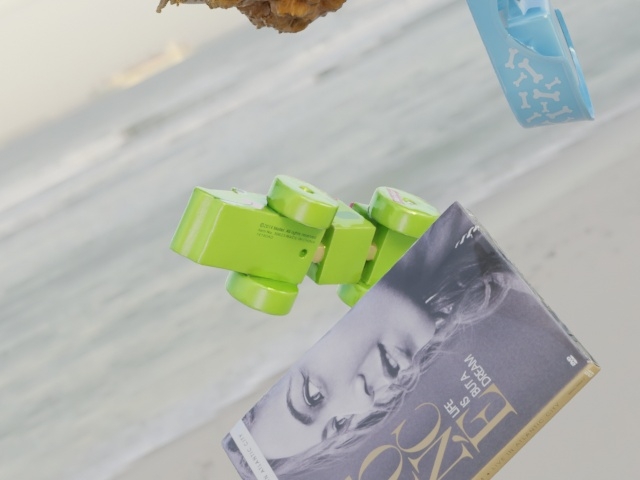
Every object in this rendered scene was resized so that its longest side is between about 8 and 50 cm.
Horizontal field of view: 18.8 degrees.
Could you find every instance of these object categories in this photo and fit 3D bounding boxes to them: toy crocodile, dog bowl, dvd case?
[{"bbox_3d":[0.000,0.000,1.780,0.341,0.115,0.105,6,22,-42],"label":"toy crocodile"},{"bbox_3d":[0.187,-0.243,1.915,0.074,0.297,0.166,-19,21,12],"label":"dog bowl"},{"bbox_3d":[0.048,0.102,1.178,0.221,0.018,0.164,-47,45,11],"label":"dvd case"}]

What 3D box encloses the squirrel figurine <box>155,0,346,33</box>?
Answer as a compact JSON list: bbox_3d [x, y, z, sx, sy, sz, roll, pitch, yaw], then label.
[{"bbox_3d":[-0.121,-0.397,1.926,0.281,0.370,0.397,-34,51,3],"label":"squirrel figurine"}]
